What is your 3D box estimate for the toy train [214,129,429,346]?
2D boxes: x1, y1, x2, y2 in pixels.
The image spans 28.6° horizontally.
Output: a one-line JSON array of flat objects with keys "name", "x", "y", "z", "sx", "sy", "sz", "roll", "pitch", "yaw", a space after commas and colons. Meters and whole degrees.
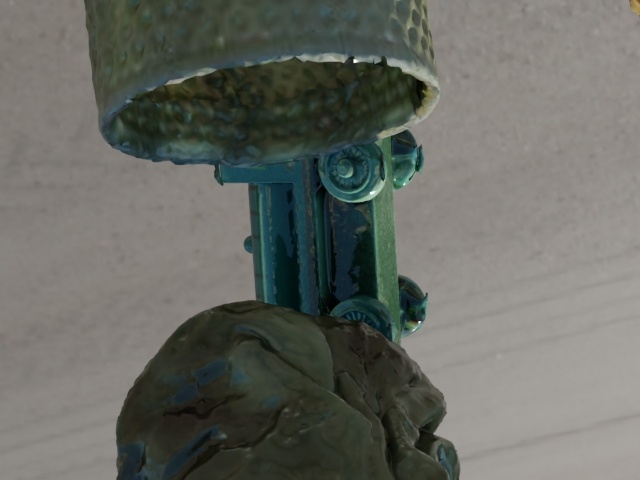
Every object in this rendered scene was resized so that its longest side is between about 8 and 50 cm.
[{"name": "toy train", "x": 0.000, "y": 0.000, "z": 1.266, "sx": 0.194, "sy": 0.298, "sz": 0.120, "roll": 1, "pitch": -169, "yaw": 25}]

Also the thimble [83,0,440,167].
[{"name": "thimble", "x": -0.047, "y": -0.161, "z": 0.948, "sx": 0.271, "sy": 0.150, "sz": 0.271, "roll": -8, "pitch": 168, "yaw": -2}]

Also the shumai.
[{"name": "shumai", "x": 0.003, "y": 0.209, "z": 1.026, "sx": 0.309, "sy": 0.304, "sz": 0.263, "roll": -31, "pitch": -160, "yaw": -15}]

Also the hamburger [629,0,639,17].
[{"name": "hamburger", "x": 0.483, "y": -0.367, "z": 1.471, "sx": 0.259, "sy": 0.283, "sz": 0.144, "roll": 16, "pitch": -172, "yaw": -35}]
